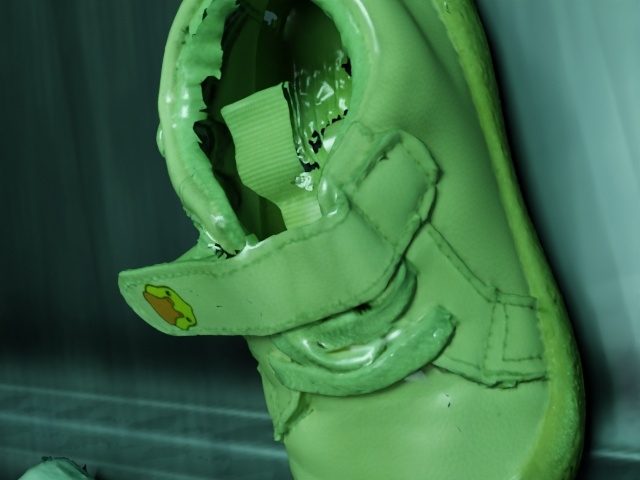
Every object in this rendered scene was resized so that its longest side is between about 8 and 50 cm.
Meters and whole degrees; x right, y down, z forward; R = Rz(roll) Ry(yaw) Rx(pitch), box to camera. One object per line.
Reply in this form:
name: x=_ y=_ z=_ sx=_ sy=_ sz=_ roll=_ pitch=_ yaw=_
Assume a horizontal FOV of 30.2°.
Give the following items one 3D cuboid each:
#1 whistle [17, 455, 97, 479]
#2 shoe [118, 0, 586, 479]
whistle: x=-0.022 y=0.186 z=0.488 sx=0.312 sy=0.062 sz=0.062 roll=26 pitch=101 yaw=33
shoe: x=0.004 y=0.001 z=0.461 sx=0.140 sy=0.128 sz=0.262 roll=-17 pitch=73 yaw=47
